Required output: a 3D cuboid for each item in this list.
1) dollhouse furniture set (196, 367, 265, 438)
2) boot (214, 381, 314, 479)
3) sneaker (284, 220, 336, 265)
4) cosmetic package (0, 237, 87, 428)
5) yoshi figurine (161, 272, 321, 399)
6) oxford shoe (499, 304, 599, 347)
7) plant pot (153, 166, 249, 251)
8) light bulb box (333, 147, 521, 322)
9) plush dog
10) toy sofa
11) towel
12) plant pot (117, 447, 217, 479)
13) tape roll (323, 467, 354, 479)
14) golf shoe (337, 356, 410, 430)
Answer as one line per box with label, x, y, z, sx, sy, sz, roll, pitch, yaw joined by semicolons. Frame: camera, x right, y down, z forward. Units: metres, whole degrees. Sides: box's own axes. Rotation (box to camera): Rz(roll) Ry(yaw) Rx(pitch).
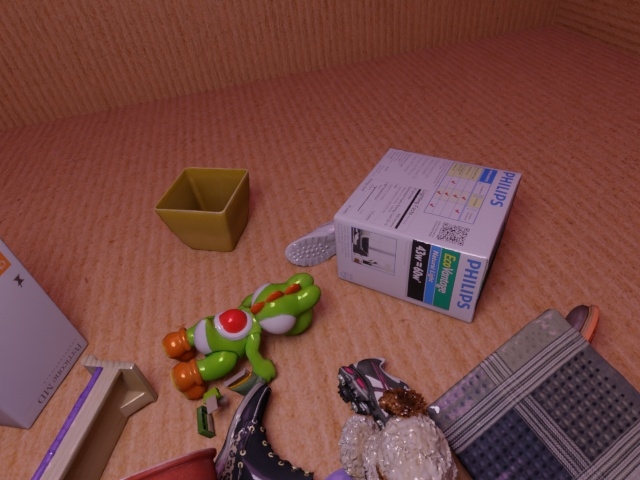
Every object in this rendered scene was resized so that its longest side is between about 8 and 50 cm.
dollhouse furniture set;-0.183;0.330;0.840;0.152;0.076;0.058;-34;42;4
boot;-0.090;0.397;0.768;0.179;0.085;0.236;11;50;15
sneaker;0.000;0.000;1.199;0.235;0.089;0.095;-20;31;-19
cosmetic package;-0.702;0.166;0.833;0.162;0.452;0.229;3;44;11
yoshi figurine;-0.155;0.209;0.954;0.363;0.203;0.203;-30;10;-5
oxford shoe;0.438;0.233;0.838;0.364;0.129;0.133;-34;45;-25
plant pot;-0.327;-0.083;1.247;0.213;0.187;0.212;3;44;13
light bulb box;0.276;-0.036;1.079;0.362;0.225;0.357;18;48;25
plush dog;0.127;0.339;0.570;0.211;0.225;0.262;-3;41;5
toy sofa;-0.472;0.407;0.763;0.177;0.150;0.362;2;43;9
towel;0.391;0.319;0.689;0.325;0.056;0.312;-32;65;-12
plant pot;-0.233;0.477;0.560;0.273;0.272;0.264;-21;64;-14
tape roll;0.069;0.472;0.663;0.189;0.080;0.188;-4;42;3
golf shoe;0.144;0.331;0.793;0.120;0.105;0.273;-20;44;-24
